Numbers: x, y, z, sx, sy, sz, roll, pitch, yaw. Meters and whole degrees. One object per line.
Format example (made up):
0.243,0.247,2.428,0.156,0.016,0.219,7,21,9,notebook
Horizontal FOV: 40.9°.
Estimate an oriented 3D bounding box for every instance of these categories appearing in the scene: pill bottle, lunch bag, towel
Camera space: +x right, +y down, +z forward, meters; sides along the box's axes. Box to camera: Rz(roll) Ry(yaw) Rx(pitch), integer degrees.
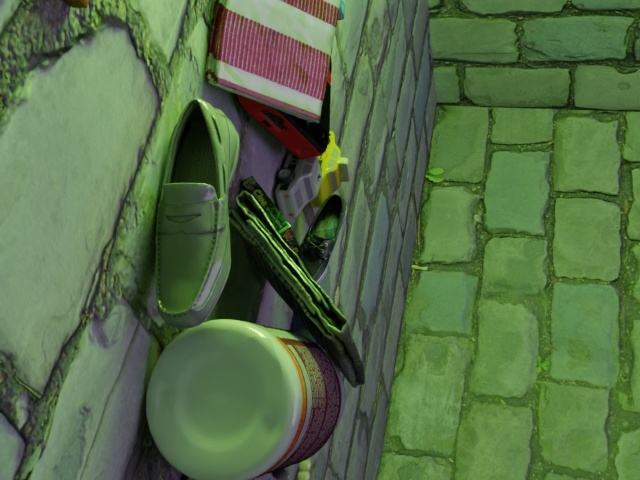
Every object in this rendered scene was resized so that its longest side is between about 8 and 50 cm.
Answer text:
-0.092,0.245,1.331,0.392,0.224,0.224,34,61,-73,pill bottle
-0.024,0.191,1.899,0.065,0.067,0.098,65,31,-63,lunch bag
-0.064,-0.378,1.386,0.237,0.037,0.329,13,84,-42,towel
-0.039,0.095,1.467,0.312,0.056,0.324,52,-9,25,towel

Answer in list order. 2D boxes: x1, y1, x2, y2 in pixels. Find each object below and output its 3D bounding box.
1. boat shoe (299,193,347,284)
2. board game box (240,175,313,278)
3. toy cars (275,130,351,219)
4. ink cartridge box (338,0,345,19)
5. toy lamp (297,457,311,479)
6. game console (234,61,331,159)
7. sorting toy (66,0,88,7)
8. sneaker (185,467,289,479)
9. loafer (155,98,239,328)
0.000,0.000,1.834,0.076,0.080,0.228,90,26,-68,boat shoe
-0.071,0.000,1.574,0.030,0.136,0.260,-36,151,-9,board game box
-0.003,-0.148,1.846,0.393,0.087,0.176,-30,123,-73,toy cars
-0.002,-0.455,1.538,0.052,0.088,0.122,43,47,-63,ink cartridge box
-0.032,0.501,1.936,0.080,0.080,0.275,41,54,-73,toy lamp
-0.061,-0.355,1.582,0.386,0.060,0.342,35,54,-68,game console
-0.273,-0.365,0.802,0.307,0.041,0.229,51,45,-69,sorting toy
-0.138,0.408,1.385,0.297,0.129,0.111,-46,141,-66,sneaker
-0.178,-0.041,1.163,0.111,0.112,0.319,55,33,-61,loafer
